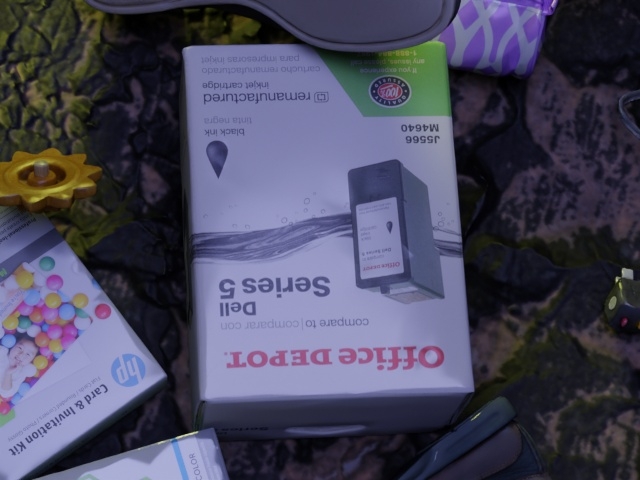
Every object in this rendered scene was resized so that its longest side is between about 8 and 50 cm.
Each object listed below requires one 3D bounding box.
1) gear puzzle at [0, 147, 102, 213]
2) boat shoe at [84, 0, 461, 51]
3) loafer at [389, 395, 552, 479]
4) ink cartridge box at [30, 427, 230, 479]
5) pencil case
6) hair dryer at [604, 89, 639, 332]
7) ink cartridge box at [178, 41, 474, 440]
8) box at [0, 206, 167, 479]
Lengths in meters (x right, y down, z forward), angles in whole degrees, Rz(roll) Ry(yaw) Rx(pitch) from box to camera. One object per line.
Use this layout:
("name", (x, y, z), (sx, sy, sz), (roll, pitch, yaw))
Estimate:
("gear puzzle", (-0.327, -0.030, 1.391), (0.339, 0.044, 0.175), (-6, 31, -7))
("boat shoe", (-0.034, -0.211, 1.419), (0.335, 0.112, 0.095), (10, 28, 30))
("loafer", (0.053, 0.216, 1.360), (0.267, 0.096, 0.084), (-36, 85, -18))
("ink cartridge box", (-0.159, 0.216, 1.350), (0.209, 0.062, 0.109), (-15, 75, -10))
("pencil case", (0.082, -0.183, 1.497), (0.206, 0.088, 0.086), (9, 68, -2))
("hair dryer", (0.368, -0.015, 1.476), (0.294, 0.080, 0.223), (11, 70, -3))
("ink cartridge box", (0.000, 0.000, 1.411), (0.198, 0.115, 0.273), (-2, 72, -7))
("box", (-0.225, 0.072, 1.405), (0.145, 0.038, 0.186), (-35, 79, -16))
